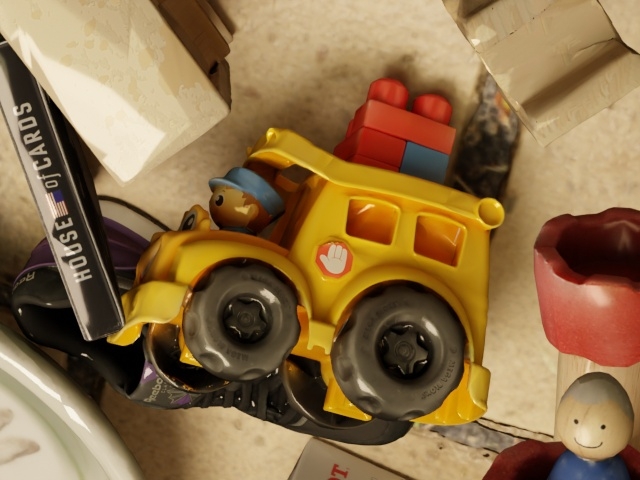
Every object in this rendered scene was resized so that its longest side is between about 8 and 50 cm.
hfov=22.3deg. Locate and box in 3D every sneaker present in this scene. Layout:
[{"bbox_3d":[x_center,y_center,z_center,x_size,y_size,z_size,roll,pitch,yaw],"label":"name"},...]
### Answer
[{"bbox_3d":[-0.074,0.085,1.089,0.283,0.124,0.107,24,122,1],"label":"sneaker"}]

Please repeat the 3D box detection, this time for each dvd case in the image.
[{"bbox_3d":[-0.166,-0.067,0.972,0.030,0.238,0.179,-19,114,-6],"label":"dvd case"}]

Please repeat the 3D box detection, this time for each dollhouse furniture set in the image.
[{"bbox_3d":[0.013,-0.228,0.880,0.394,0.256,0.362,-34,107,7],"label":"dollhouse furniture set"}]

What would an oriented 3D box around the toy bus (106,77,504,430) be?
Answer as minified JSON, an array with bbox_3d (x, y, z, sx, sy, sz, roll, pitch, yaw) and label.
[{"bbox_3d":[0.000,0.000,0.987,0.220,0.149,0.211,14,79,-14],"label":"toy bus"}]

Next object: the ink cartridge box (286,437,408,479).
[{"bbox_3d":[0.076,0.285,1.111,0.283,0.207,0.117,24,121,1],"label":"ink cartridge box"}]

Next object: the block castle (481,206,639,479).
[{"bbox_3d":[0.309,0.105,0.717,0.453,0.303,0.212,5,119,12],"label":"block castle"}]

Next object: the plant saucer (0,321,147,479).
[{"bbox_3d":[-0.279,0.165,1.188,0.401,0.100,0.400,11,128,15],"label":"plant saucer"}]
